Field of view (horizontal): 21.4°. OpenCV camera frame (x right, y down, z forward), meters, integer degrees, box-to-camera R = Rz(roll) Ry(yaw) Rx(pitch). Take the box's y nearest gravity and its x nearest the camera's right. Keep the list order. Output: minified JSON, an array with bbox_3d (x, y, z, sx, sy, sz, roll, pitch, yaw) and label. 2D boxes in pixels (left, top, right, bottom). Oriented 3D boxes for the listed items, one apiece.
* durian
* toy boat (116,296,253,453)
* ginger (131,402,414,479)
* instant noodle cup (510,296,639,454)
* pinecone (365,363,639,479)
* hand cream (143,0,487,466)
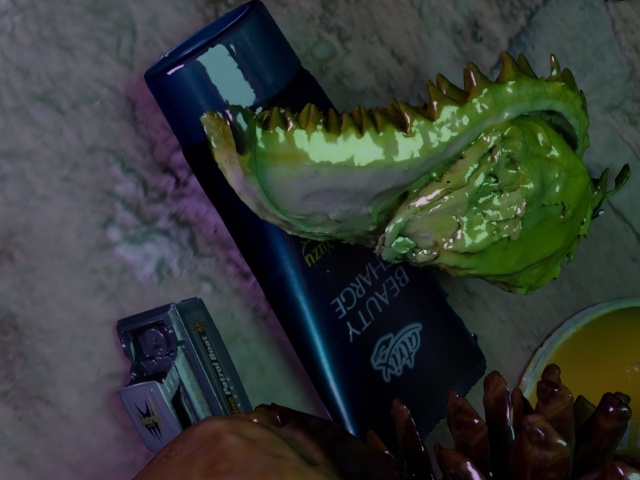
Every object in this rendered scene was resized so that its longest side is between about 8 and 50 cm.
[{"bbox_3d":[0.091,-0.036,0.951,0.375,0.106,0.132,7,80,-46],"label":"durian"},{"bbox_3d":[-0.061,0.100,0.887,0.060,0.055,0.141,-27,96,-42],"label":"toy boat"},{"bbox_3d":[-0.068,0.226,0.767,0.223,0.200,0.269,-16,95,-40],"label":"ginger"},{"bbox_3d":[0.269,0.144,1.008,0.264,0.200,0.264,9,74,-32],"label":"instant noodle cup"},{"bbox_3d":[0.102,0.159,0.888,0.207,0.208,0.208,7,76,-32],"label":"pinecone"},{"bbox_3d":[0.000,0.000,0.956,0.120,0.061,0.270,-43,112,-36],"label":"hand cream"}]
